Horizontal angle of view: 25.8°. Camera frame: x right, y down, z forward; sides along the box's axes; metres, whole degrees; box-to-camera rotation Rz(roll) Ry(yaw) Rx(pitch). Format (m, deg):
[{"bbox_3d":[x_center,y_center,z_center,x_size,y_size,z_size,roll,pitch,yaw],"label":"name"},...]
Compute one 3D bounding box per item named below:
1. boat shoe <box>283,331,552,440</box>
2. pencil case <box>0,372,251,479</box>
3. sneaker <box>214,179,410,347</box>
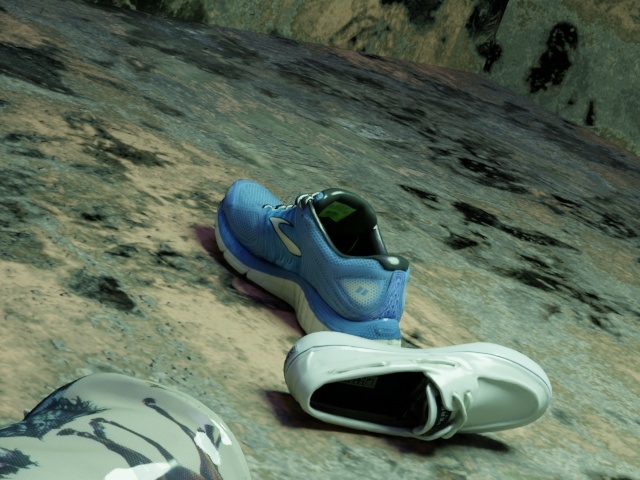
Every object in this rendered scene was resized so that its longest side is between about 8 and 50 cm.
[{"bbox_3d":[0.100,0.145,1.314,0.267,0.096,0.088,13,22,-18],"label":"boat shoe"},{"bbox_3d":[-0.211,0.184,0.739,0.183,0.160,0.410,3,8,28],"label":"pencil case"},{"bbox_3d":[0.000,0.000,1.558,0.130,0.147,0.330,5,22,-40],"label":"sneaker"}]
